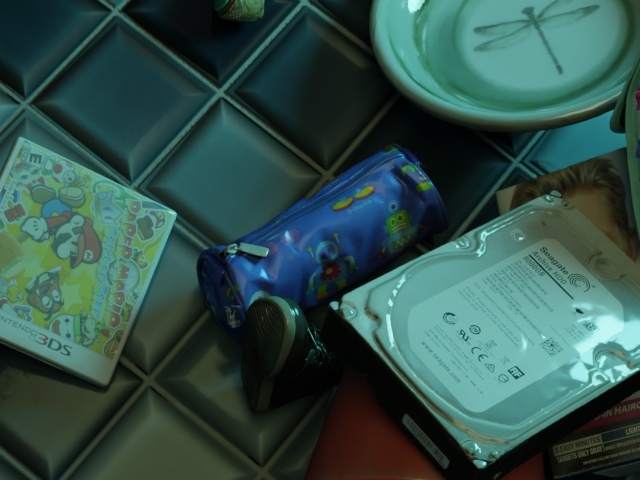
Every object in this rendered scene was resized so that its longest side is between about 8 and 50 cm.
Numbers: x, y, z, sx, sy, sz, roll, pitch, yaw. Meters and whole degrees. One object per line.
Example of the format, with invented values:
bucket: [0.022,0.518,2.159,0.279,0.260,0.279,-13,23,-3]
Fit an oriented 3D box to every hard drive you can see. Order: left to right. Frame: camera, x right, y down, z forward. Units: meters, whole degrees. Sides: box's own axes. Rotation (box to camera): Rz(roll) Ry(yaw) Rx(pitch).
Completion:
hard drive: [0.200,0.094,1.704,0.339,0.064,0.237,-24,59,-33]

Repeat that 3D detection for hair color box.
hair color box: [0.324,0.088,1.879,0.174,0.105,0.347,-20,69,28]

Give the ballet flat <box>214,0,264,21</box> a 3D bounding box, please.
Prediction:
ballet flat: [-0.086,-0.361,2.062,0.067,0.073,0.206,19,70,-29]

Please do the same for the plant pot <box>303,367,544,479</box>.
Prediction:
plant pot: [0.121,0.211,1.783,0.275,0.275,0.243,12,58,-3]

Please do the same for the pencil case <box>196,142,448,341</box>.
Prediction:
pencil case: [0.000,0.000,1.901,0.306,0.133,0.119,-30,51,-17]

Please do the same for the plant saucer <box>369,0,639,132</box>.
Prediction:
plant saucer: [0.263,-0.264,1.998,0.400,0.100,0.400,-9,51,11]

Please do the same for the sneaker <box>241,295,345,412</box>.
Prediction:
sneaker: [-0.017,0.111,1.812,0.118,0.222,0.083,-14,67,-16]

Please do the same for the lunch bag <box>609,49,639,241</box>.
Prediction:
lunch bag: [0.436,-0.126,1.820,0.223,0.160,0.262,-22,101,-48]

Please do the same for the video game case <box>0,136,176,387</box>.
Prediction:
video game case: [-0.295,0.024,1.880,0.206,0.026,0.227,26,68,-16]
